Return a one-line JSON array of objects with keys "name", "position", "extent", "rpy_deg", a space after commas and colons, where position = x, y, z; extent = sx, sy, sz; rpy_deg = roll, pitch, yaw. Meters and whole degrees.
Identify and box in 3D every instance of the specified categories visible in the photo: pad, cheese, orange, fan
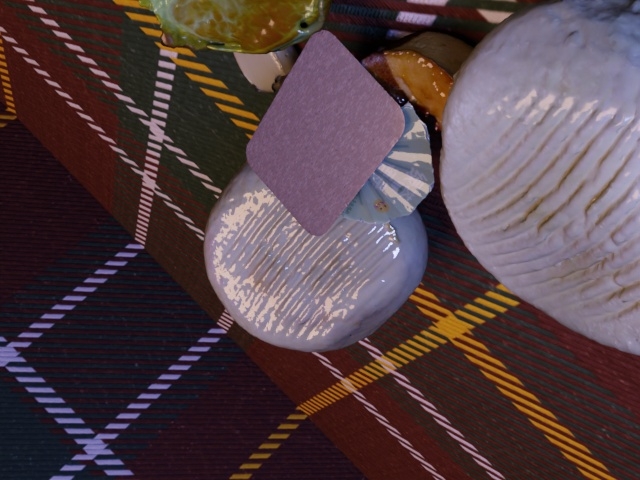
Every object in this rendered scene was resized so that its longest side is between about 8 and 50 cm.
[{"name": "pad", "position": [-0.002, -0.134, 1.109], "extent": [0.176, 0.002, 0.266], "rpy_deg": [49, 135, 11]}, {"name": "cheese", "position": [-0.110, -0.338, 1.247], "extent": [0.127, 0.050, 0.255], "rpy_deg": [20, 145, 47]}, {"name": "orange", "position": [-0.120, -0.376, 1.015], "extent": [0.334, 0.196, 0.262], "rpy_deg": [46, 152, -23]}, {"name": "fan", "position": [0.081, -0.089, 1.092], "extent": [0.131, 0.009, 0.240], "rpy_deg": [36, 140, 2]}]

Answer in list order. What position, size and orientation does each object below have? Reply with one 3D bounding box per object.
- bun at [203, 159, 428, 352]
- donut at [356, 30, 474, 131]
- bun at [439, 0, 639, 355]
[{"name": "bun", "position": [0.000, 0.000, 1.316], "extent": [0.361, 0.213, 0.361], "rpy_deg": [5, 107, 16]}, {"name": "donut", "position": [0.136, -0.192, 1.024], "extent": [0.217, 0.085, 0.141], "rpy_deg": [19, 144, 45]}, {"name": "bun", "position": [0.286, -0.070, 0.787], "extent": [0.352, 0.227, 0.349], "rpy_deg": [48, 157, 2]}]
